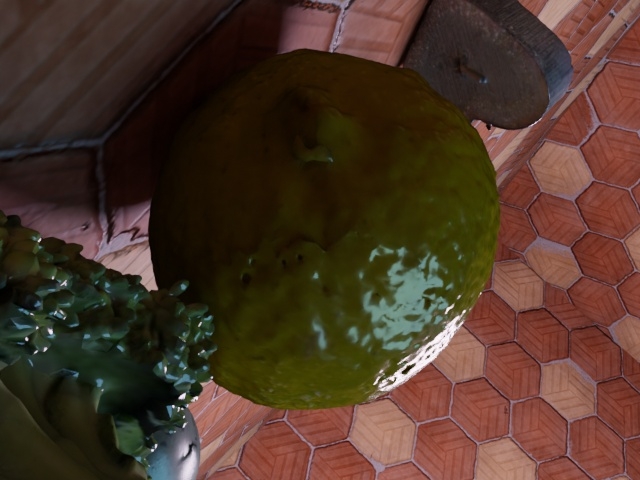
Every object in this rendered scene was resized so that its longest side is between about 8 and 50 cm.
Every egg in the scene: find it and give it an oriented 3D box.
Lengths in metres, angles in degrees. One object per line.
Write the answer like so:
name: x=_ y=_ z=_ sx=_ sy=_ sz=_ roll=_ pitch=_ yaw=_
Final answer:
egg: x=-0.228 y=0.257 z=0.813 sx=0.169 sy=0.169 sz=0.236 roll=-31 pitch=161 yaw=-51

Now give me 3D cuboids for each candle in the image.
candle: x=0.168 y=-0.202 z=0.768 sx=0.068 sy=0.192 sz=0.168 roll=-39 pitch=122 yaw=-35

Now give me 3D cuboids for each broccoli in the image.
broccoli: x=-0.177 y=0.102 z=0.379 sx=0.260 sy=0.235 sz=0.288 roll=-10 pitch=161 yaw=18

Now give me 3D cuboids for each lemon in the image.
lemon: x=0.000 y=0.000 z=0.554 sx=0.268 sy=0.268 sz=0.322 roll=-42 pitch=166 yaw=-18
